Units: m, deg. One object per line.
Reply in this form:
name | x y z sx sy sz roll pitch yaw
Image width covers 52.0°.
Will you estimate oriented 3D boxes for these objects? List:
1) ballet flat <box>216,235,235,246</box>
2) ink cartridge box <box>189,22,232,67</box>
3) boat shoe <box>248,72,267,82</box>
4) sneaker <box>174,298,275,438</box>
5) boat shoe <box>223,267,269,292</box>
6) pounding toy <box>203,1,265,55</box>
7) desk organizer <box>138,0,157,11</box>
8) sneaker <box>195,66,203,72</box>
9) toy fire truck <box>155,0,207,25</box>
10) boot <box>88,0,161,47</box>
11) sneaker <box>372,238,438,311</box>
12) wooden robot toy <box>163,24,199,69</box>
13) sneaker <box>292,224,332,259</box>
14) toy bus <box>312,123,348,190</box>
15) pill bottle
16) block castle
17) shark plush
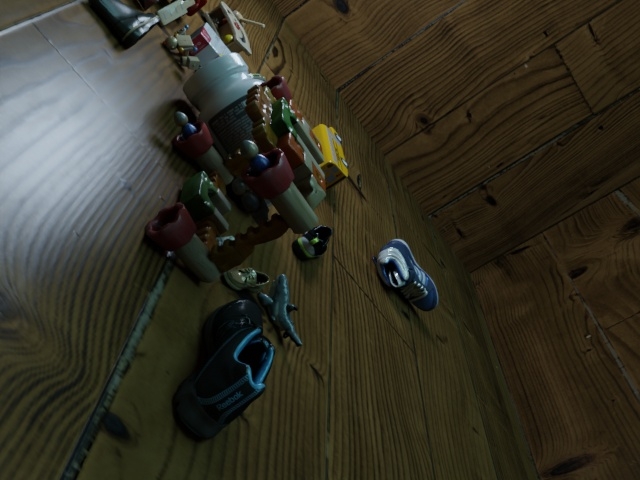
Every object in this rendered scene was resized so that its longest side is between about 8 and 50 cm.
ballet flat | -0.196 0.005 1.423 0.041 0.041 0.114 61 18 11
ink cartridge box | -0.321 -0.554 1.984 0.175 0.072 0.127 49 19 -25
boat shoe | -0.204 -0.464 2.024 0.091 0.109 0.305 61 4 -11
sneaker | -0.128 0.193 1.116 0.125 0.140 0.340 50 18 -17
boat shoe | -0.156 0.078 1.394 0.050 0.045 0.135 63 18 18
pounding toy | -0.291 -0.739 2.243 0.154 0.155 0.269 47 20 -44
desk organizer | -0.500 -0.691 1.774 0.130 0.050 0.047 58 17 1
sneaker | -0.321 -0.468 1.910 0.109 0.044 0.040 21 63 -39
toy fire truck | -0.439 -0.737 1.906 0.217 0.159 0.246 48 9 -29
boot | -0.472 -0.559 1.599 0.137 0.077 0.198 46 19 -19
sneaker | 0.311 0.162 2.414 0.322 0.130 0.236 60 27 -8
wooden robot toy | -0.392 -0.526 1.801 0.079 0.076 0.173 -5 57 -30
sneaker | 0.000 0.000 1.861 0.084 0.097 0.235 57 17 -3
toy bus | 0.016 -0.321 2.442 0.130 0.108 0.332 43 23 -34
pill bottle | -0.178 -0.274 1.661 0.362 0.210 0.210 57 17 -2
block castle | -0.173 -0.157 1.333 0.212 0.303 0.453 55 17 -30
shark plush | -0.080 0.154 1.430 0.073 0.067 0.161 37 27 -49
